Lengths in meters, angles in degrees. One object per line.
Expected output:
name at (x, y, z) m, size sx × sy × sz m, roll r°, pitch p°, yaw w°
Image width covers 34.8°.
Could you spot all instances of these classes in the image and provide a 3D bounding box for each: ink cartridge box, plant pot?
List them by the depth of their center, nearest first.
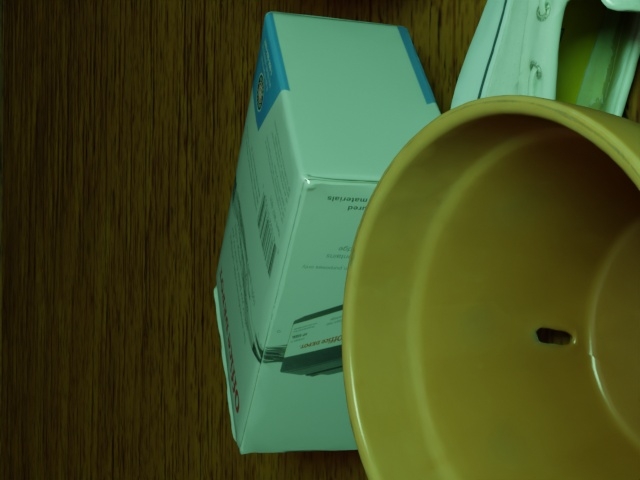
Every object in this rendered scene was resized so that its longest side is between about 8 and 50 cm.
plant pot at (0.175, 0.063, 0.623) m, size 0.291 × 0.204 × 0.290 m, roll 2°, pitch 93°, yaw 56°
ink cartridge box at (0.000, 0.000, 0.866) m, size 0.223 × 0.129 × 0.307 m, roll -104°, pitch 22°, yaw -46°

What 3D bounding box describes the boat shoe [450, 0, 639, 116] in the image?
boat shoe at (0.192, -0.181, 0.660) m, size 0.156 × 0.136 × 0.367 m, roll 45°, pitch 129°, yaw 47°
